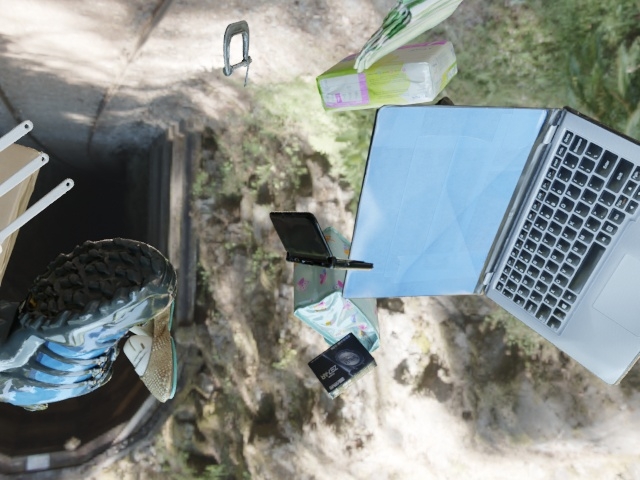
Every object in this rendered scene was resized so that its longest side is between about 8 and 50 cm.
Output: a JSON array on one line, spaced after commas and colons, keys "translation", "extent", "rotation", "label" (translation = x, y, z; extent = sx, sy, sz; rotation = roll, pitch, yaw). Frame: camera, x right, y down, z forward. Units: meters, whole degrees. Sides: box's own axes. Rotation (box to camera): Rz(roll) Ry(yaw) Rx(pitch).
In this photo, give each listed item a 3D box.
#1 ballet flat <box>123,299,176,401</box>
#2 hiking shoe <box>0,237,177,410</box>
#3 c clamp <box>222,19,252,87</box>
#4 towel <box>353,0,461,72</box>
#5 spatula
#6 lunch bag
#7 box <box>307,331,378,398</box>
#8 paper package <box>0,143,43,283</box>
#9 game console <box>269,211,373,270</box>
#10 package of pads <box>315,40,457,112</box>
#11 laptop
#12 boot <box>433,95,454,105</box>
[{"translation": [-0.242, 0.137, 0.808], "extent": [0.067, 0.073, 0.206], "rotation": [16, -151, -27], "label": "ballet flat"}, {"translation": [-0.253, 0.094, 0.611], "extent": [0.304, 0.113, 0.132], "rotation": [-23, 133, 24], "label": "hiking shoe"}, {"translation": [-0.163, -0.368, 1.152], "extent": [0.022, 0.137, 0.160], "rotation": [13, -158, 9], "label": "c clamp"}, {"translation": [0.192, -0.397, 0.995], "extent": [0.248, 0.038, 0.325], "rotation": [-33, -174, -7], "label": "towel"}, {"translation": [-0.523, -0.067, 0.921], "extent": [0.019, 0.168, 0.242], "rotation": [15, -128, 38], "label": "spatula"}, {"translation": [0.055, 0.133, 1.412], "extent": [0.160, 0.223, 0.262], "rotation": [-27, 132, 23], "label": "lunch bag"}, {"translation": [0.032, 0.183, 0.850], "extent": [0.083, 0.018, 0.067], "rotation": [-34, -136, -9], "label": "box"}, {"translation": [-0.764, -0.069, 1.131], "extent": [0.325, 0.309, 0.168], "rotation": [16, 146, -24], "label": "paper package"}, {"translation": [0.000, 0.000, 0.784], "extent": [0.107, 0.071, 0.122], "rotation": [4, -179, -31], "label": "game console"}, {"translation": [0.160, -0.402, 1.406], "extent": [0.297, 0.101, 0.229], "rotation": [0, -150, 28], "label": "package of pads"}, {"translation": [0.276, 0.026, 0.836], "extent": [0.236, 0.381, 0.408], "rotation": [-29, -126, -33], "label": "laptop"}, {"translation": [0.164, -0.176, 0.931], "extent": [0.099, 0.045, 0.121], "rotation": [-32, -159, 41], "label": "boot"}]
